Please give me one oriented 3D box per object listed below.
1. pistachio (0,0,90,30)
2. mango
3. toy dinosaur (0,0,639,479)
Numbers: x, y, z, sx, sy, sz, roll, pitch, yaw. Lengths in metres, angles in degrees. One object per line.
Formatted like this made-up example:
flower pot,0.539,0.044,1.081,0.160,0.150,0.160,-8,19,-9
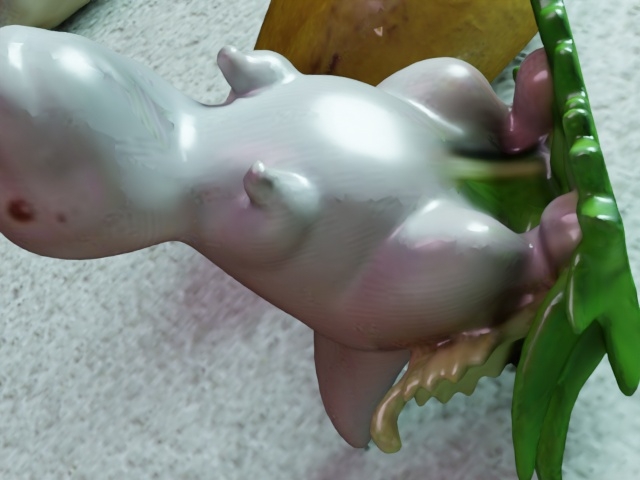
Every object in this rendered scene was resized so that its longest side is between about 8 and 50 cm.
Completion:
pistachio,-0.136,-0.211,0.837,0.223,0.126,0.152,-58,5,-11
mango,0.035,-0.098,0.593,0.115,0.089,0.165,20,72,52
toy dinosaur,0.001,0.007,0.449,0.177,0.194,0.152,-13,58,11
